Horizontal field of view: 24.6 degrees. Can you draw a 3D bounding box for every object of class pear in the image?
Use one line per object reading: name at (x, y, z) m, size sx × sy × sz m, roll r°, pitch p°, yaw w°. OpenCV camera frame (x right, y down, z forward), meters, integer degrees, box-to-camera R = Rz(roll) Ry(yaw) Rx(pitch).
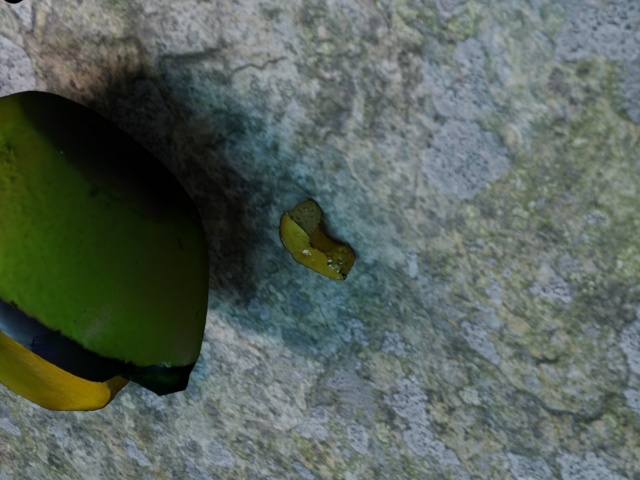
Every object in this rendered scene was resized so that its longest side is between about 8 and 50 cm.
pear at (-0.248, -0.024, 1.520) m, size 0.399 × 0.399 × 0.165 m, roll 41°, pitch 99°, yaw 2°

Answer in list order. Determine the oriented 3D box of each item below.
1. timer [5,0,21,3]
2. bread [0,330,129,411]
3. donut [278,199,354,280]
timer at (-0.332, -0.342, 1.460) m, size 0.144 × 0.055 × 0.187 m, roll 34°, pitch 138°, yaw 9°
bread at (-0.318, 0.111, 1.806) m, size 0.269 × 0.143 × 0.195 m, roll -11°, pitch 129°, yaw 50°
donut at (0.000, 0.000, 1.499) m, size 0.083 × 0.038 × 0.067 m, roll 26°, pitch 138°, yaw 13°
